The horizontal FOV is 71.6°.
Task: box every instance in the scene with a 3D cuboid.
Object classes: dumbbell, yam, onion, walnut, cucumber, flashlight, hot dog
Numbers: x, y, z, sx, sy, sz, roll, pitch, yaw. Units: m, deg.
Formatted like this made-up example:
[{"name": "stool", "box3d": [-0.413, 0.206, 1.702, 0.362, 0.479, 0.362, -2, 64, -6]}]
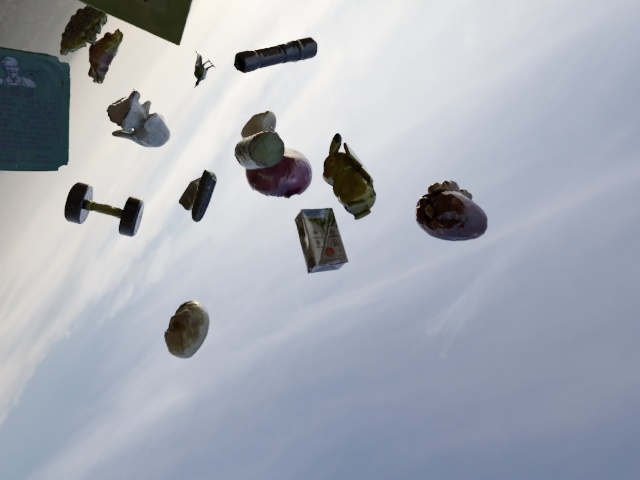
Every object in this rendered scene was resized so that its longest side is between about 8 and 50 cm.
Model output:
[{"name": "dumbbell", "box3d": [-1.056, -0.150, 2.186, 0.203, 0.322, 0.204, -165, -90, -74]}, {"name": "yam", "box3d": [-0.278, -0.397, 1.984, 0.268, 0.161, 0.161, 13, -107, 60]}, {"name": "onion", "box3d": [-0.205, -0.381, 2.343, 0.345, 0.358, 0.358, -54, -149, 27]}, {"name": "walnut", "box3d": [0.534, -0.118, 1.808, 0.221, 0.268, 0.244, -29, -128, 58]}, {"name": "cucumber", "box3d": [-0.517, -0.194, 1.959, 0.074, 0.074, 0.242, 42, -67, 57]}, {"name": "flashlight", "box3d": [-0.187, -0.801, 1.922, 0.423, 0.103, 0.103, -31, -163, -35]}, {"name": "hot dog", "box3d": [-0.852, -0.726, 1.730, 0.261, 0.093, 0.123, -48, -148, 24]}]

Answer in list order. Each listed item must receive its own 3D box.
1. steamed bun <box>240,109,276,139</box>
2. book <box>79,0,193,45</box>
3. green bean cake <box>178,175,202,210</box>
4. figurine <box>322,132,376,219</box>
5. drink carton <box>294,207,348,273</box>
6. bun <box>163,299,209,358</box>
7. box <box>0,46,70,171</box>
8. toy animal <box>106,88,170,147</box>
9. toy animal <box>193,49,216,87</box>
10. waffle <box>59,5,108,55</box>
[{"name": "steamed bun", "box3d": [-0.344, -0.636, 2.571, 0.170, 0.153, 0.238, -39, -174, -39]}, {"name": "book", "box3d": [-0.569, -0.787, 1.357, 0.035, 0.351, 0.239, -101, -146, -61]}, {"name": "green bean cake", "box3d": [-0.641, -0.239, 2.281, 0.179, 0.085, 0.109, -43, 178, 35]}, {"name": "figurine", "box3d": [0.105, -0.252, 1.750, 0.169, 0.218, 0.327, -32, -114, 0]}, {"name": "drink carton", "box3d": [0.000, 0.001, 2.301, 0.132, 0.194, 0.325, -46, -127, 55]}, {"name": "bun", "box3d": [-0.665, 0.430, 2.163, 0.287, 0.146, 0.288, -24, -127, 36]}, {"name": "box", "box3d": [-0.855, -0.365, 1.236, 0.106, 0.264, 0.337, 35, -60, 41]}, {"name": "toy animal", "box3d": [-0.823, -0.541, 2.048, 0.249, 0.289, 0.174, -25, -119, 46]}, {"name": "toy animal", "box3d": [-0.391, -0.590, 1.486, 0.074, 0.041, 0.217, -22, -127, 17]}, {"name": "waffle", "box3d": [-0.821, -0.753, 1.545, 0.223, 0.054, 0.204, -5, -117, 27]}]
